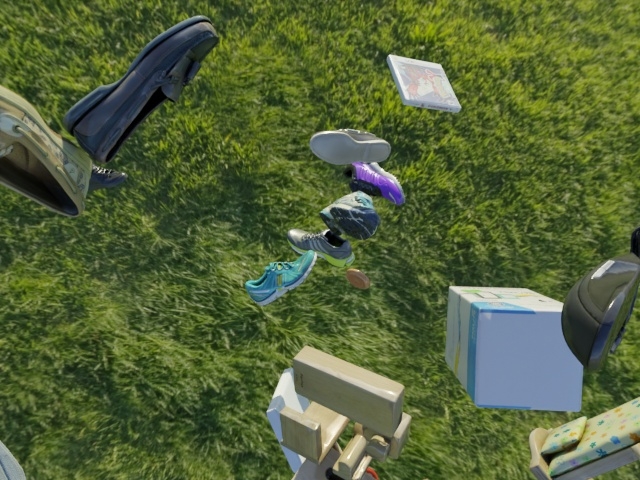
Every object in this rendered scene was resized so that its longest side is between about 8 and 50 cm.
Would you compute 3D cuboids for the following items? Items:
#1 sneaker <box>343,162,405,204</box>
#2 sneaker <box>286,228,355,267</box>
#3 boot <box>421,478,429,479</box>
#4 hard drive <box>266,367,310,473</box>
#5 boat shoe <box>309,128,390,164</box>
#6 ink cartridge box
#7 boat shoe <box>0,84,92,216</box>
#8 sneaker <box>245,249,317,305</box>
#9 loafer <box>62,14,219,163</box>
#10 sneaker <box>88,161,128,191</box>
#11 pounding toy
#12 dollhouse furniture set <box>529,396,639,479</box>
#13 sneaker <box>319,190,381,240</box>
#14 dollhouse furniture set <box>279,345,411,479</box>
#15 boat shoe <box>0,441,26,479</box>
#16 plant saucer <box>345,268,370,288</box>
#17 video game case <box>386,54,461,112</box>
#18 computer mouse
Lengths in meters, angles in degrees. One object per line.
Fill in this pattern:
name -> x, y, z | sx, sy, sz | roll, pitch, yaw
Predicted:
sneaker -> 0.191, -0.206, 1.672 | 0.146, 0.102, 0.293 | -36, 54, -6
sneaker -> 0.000, 0.000, 1.751 | 0.300, 0.121, 0.111 | 17, 46, 21
boot -> 0.154, 0.588, 0.807 | 0.220, 0.109, 0.283 | -28, 104, 8
hard drive -> -0.100, 0.640, 1.620 | 0.047, 0.353, 0.232 | -24, 93, 6
boat shoe -> 0.061, -0.220, 1.014 | 0.206, 0.075, 0.065 | 0, 37, -27
ink cartridge box -> 0.400, 0.217, 0.959 | 0.198, 0.270, 0.197 | 1, 93, 3
boat shoe -> -0.402, -0.116, 0.574 | 0.105, 0.285, 0.089 | -13, 73, 9
sneaker -> -0.131, 0.116, 1.484 | 0.275, 0.107, 0.110 | -35, 107, 9
loafer -> -0.250, -0.219, 0.661 | 0.268, 0.096, 0.084 | -37, 91, 2
sneaker -> -0.619, -0.185, 1.206 | 0.170, 0.089, 0.051 | -10, 36, 19
pounding toy -> 0.029, 0.324, 0.602 | 0.141, 0.130, 0.100 | 22, 59, 35
dollhouse furniture set -> 0.164, 0.178, 0.265 | 0.182, 0.161, 0.101 | -47, 69, 30
sneaker -> 0.089, -0.083, 1.157 | 0.122, 0.283, 0.110 | -43, 108, -11
dollhouse furniture set -> 0.042, 0.173, 0.515 | 0.144, 0.151, 0.123 | 15, 32, 29
boat shoe -> -0.433, 0.280, 0.542 | 0.076, 0.083, 0.226 | -9, 95, 21
plant saucer -> 0.112, 0.120, 1.351 | 0.084, 0.083, 0.013 | 38, 59, 1
video game case -> 0.301, -0.460, 1.294 | 0.184, 0.023, 0.201 | 1, 57, -20
computer mouse -> 0.357, 0.096, 0.569 | 0.060, 0.183, 0.262 | 22, 40, 38
